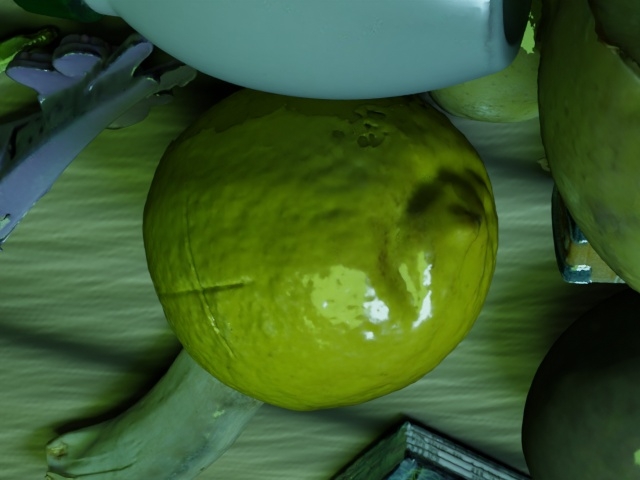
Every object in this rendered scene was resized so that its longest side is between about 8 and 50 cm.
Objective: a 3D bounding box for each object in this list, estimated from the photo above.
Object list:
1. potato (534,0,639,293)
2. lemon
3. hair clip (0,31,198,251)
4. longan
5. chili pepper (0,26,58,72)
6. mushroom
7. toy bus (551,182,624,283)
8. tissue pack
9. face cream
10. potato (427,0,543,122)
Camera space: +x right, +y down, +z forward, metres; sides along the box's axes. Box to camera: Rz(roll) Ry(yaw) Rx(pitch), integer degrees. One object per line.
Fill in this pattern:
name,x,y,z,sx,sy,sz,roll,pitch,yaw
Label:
potato,0.357,-0.103,1.331,0.442,0.385,0.319,-11,140,-16
lemon,0.000,-0.001,1.536,0.297,0.297,0.297,2,134,2
hair clip,-0.224,-0.105,1.593,0.137,0.090,0.278,28,127,-34
longan,0.332,0.163,1.699,0.300,0.243,0.300,2,157,1
chili pepper,-0.315,-0.132,1.605,0.208,0.043,0.049,-33,111,30
mushroom,-0.142,0.173,1.852,0.351,0.095,0.123,-37,101,32
toy bus,0.340,-0.046,1.569,0.275,0.138,0.167,2,132,0
tissue pack,0.134,0.293,1.952,0.235,0.073,0.173,27,130,-20
face cream,-0.031,-0.234,1.312,0.357,0.219,0.312,11,148,13
potato,0.153,-0.172,1.471,0.157,0.157,0.194,34,140,-25
